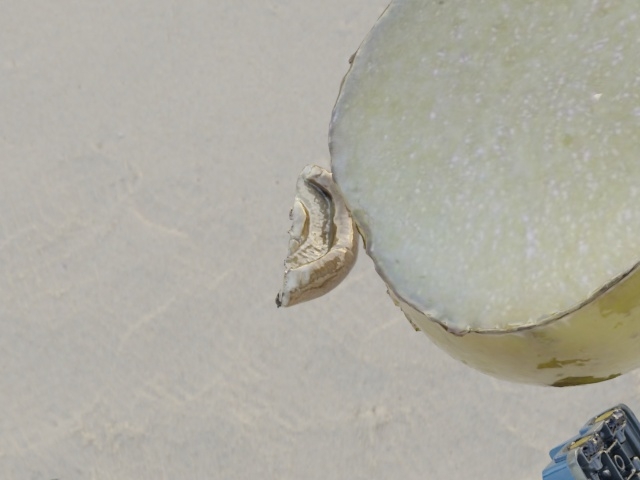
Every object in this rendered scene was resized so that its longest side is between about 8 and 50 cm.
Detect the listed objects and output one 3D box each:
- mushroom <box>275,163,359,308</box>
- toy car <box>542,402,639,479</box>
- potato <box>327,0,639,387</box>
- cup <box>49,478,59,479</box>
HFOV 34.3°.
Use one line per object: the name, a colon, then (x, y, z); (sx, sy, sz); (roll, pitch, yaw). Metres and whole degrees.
mushroom: (0.000, 0.002, 1.253); (0.094, 0.072, 0.210); (1, 51, 5)
toy car: (0.317, 0.269, 1.199); (0.191, 0.100, 0.097); (-22, 79, -53)
potato: (0.240, -0.067, 1.002); (0.385, 0.319, 0.442); (15, 73, 39)
cup: (-0.297, 0.410, 0.990); (0.253, 0.253, 0.274); (35, 45, 22)
